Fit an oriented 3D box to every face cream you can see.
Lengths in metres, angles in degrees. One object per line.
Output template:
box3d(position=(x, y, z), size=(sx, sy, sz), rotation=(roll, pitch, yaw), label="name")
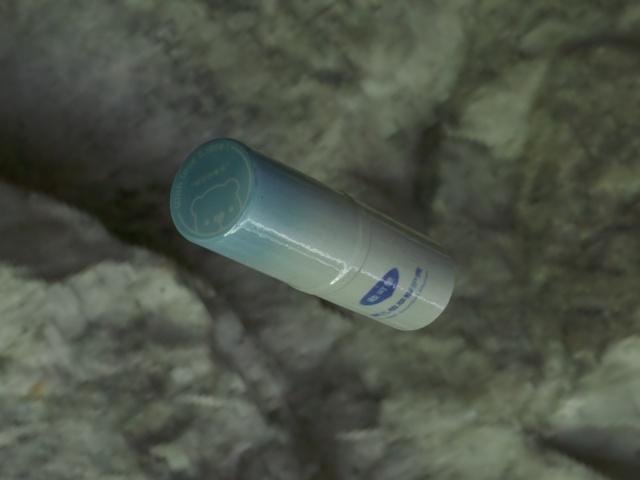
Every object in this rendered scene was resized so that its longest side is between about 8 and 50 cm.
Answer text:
box3d(position=(0.000, 0.000, 1.295), size=(0.250, 0.077, 0.077), rotation=(24, -133, -50), label="face cream")
